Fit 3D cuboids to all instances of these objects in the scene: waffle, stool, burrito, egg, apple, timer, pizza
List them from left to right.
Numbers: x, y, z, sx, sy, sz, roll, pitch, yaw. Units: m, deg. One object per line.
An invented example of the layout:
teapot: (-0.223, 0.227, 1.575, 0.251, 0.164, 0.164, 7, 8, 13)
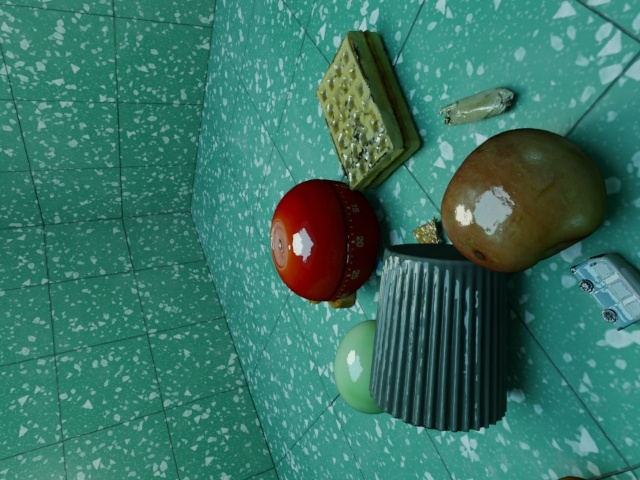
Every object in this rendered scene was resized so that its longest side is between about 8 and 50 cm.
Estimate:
timer: (0.000, 0.000, 1.319, 0.378, 0.279, 0.377, 13, 105, 63)
timer: (0.023, 0.182, 1.472, 0.132, 0.152, 0.131, 24, 118, 57)
waffle: (0.116, -0.351, 1.203, 0.261, 0.114, 0.375, -40, 63, 56)
egg: (0.147, 0.359, 1.225, 0.220, 0.221, 0.269, 20, 113, 58)
pizza: (0.285, -0.001, 1.089, 0.099, 0.029, 0.100, 65, 150, 12)
stool: (0.257, 0.183, 0.928, 0.297, 0.297, 0.329, 15, 106, 59)
burrito: (0.328, -0.281, 0.912, 0.188, 0.045, 0.058, 3, 107, 59)
apple: (0.344, -0.060, 0.740, 0.254, 0.254, 0.253, 24, 118, 57)

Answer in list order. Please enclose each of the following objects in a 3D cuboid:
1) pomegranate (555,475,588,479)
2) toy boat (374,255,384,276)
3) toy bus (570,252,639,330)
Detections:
pomegranate: (0.435, 0.524, 0.728, 0.221, 0.256, 0.220, -23, 44, 24)
toy boat: (0.219, 0.106, 1.169, 0.215, 0.088, 0.102, 20, 118, 57)
toy bus: (0.487, 0.077, 0.707, 0.122, 0.060, 0.075, 64, 142, 26)
